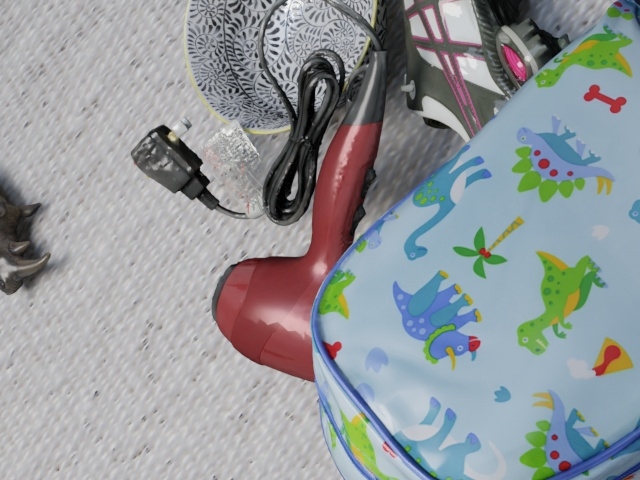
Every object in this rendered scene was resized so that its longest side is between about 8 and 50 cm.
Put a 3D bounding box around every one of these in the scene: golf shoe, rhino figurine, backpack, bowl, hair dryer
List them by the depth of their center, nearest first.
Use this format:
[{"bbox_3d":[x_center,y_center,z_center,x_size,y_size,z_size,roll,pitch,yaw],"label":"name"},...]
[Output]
[{"bbox_3d":[0.163,0.039,0.976,0.355,0.273,0.290,-45,64,17],"label":"backpack"},{"bbox_3d":[0.000,0.000,1.161,0.223,0.080,0.293,-35,90,39],"label":"hair dryer"},{"bbox_3d":[0.089,-0.146,1.171,0.120,0.105,0.273,-42,61,24],"label":"golf shoe"},{"bbox_3d":[-0.010,-0.155,1.245,0.170,0.080,0.170,-6,80,33],"label":"bowl"},{"bbox_3d":[-0.317,-0.015,1.418,0.243,0.073,0.106,15,91,32],"label":"rhino figurine"}]
